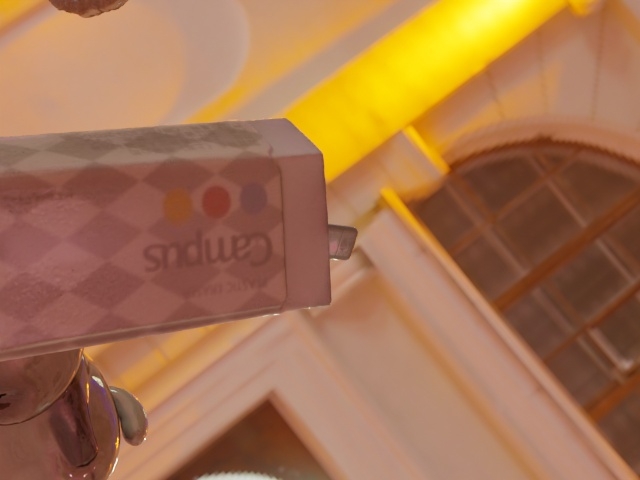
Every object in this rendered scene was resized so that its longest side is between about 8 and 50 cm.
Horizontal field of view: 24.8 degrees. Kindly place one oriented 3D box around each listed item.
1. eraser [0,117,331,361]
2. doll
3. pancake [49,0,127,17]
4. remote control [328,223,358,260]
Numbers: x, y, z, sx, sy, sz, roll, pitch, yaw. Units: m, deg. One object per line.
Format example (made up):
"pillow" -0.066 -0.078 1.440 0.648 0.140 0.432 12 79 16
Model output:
"eraser" -0.174 -0.011 1.494 0.082 0.397 0.213 6 -80 55
"doll" -0.356 0.170 1.705 0.215 0.226 0.370 16 -32 26
"pancake" -0.132 -0.212 0.912 0.028 0.158 0.158 17 12 -42
"remote control" 0.000 0.000 2.043 0.018 0.124 0.053 29 -72 47
